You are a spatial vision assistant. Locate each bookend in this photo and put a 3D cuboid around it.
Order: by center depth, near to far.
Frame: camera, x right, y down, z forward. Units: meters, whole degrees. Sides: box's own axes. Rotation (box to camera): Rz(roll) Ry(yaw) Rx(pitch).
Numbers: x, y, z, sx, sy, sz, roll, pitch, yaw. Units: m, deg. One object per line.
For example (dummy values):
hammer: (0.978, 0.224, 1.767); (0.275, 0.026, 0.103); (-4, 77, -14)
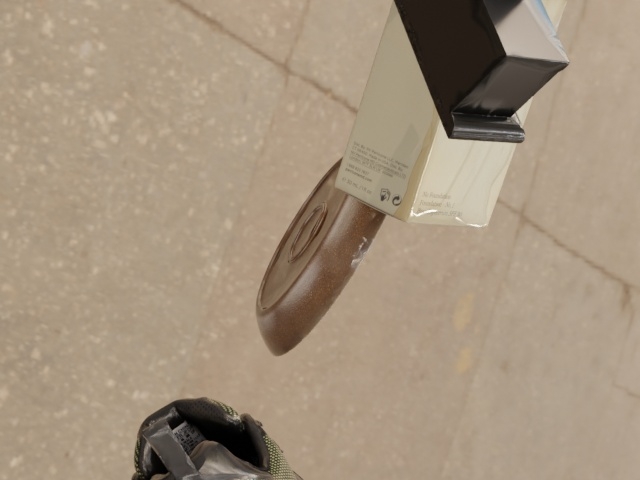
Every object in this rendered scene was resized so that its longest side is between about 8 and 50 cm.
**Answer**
bookend: (0.131, -0.176, 0.756); (0.072, 0.157, 0.156); (0, 60, -33)

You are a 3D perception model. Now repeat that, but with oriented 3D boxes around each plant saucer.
plant saucer: (0.000, 0.000, 1.389); (0.050, 0.310, 0.310); (30, 73, -13)

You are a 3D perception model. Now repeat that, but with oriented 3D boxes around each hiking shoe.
hiking shoe: (-0.032, 0.121, 0.494); (0.086, 0.114, 0.227); (-24, 171, -8)

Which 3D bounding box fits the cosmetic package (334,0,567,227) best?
cosmetic package: (0.145, -0.177, 1.175); (0.160, 0.113, 0.309); (0, 113, -48)
